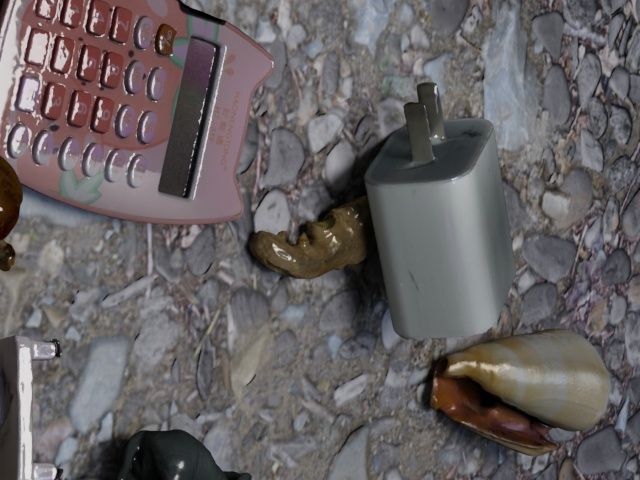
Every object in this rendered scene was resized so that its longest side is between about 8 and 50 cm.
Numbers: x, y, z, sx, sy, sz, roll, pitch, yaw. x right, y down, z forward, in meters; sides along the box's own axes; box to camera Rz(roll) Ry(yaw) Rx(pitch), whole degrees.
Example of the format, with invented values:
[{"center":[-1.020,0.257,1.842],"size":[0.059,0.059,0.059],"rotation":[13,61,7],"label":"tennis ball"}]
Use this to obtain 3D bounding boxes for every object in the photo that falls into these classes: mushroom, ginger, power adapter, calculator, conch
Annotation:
[{"center":[-0.289,-0.024,1.406],"size":[0.129,0.073,0.088],"rotation":[57,49,-37],"label":"mushroom"},{"center":[0.000,0.004,1.748],"size":[0.173,0.051,0.069],"rotation":[-22,110,-45],"label":"ginger"},{"center":[0.129,-0.043,1.798],"size":[0.187,0.124,0.255],"rotation":[-59,140,-59],"label":"power adapter"},{"center":[-0.185,-0.132,1.523],"size":[0.330,0.048,0.220],"rotation":[15,88,-46],"label":"calculator"},{"center":[0.241,0.169,2.018],"size":[0.255,0.127,0.158],"rotation":[18,114,-27],"label":"conch"}]

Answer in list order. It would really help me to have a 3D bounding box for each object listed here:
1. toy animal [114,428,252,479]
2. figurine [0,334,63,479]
[{"center":[-0.113,0.275,1.630],"size":[0.269,0.082,0.137],"rotation":[37,43,-44],"label":"toy animal"},{"center":[-0.340,0.132,1.332],"size":[0.257,0.144,0.182],"rotation":[11,94,-45],"label":"figurine"}]
